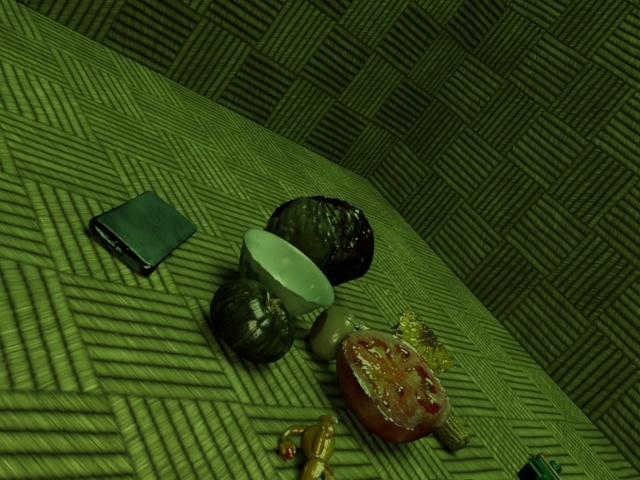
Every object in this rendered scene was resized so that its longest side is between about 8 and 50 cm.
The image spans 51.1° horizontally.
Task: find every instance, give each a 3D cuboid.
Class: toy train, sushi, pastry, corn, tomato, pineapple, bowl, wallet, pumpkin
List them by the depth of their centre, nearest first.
[{"bbox_3d":[-0.158,0.187,1.591,0.224,0.157,0.224,47,13,-15],"label":"pumpkin"},{"bbox_3d":[-0.450,-0.031,1.732,0.190,0.046,0.379,39,16,-4],"label":"wallet"},{"bbox_3d":[0.169,0.393,1.743,0.338,0.144,0.338,26,32,-18],"label":"tomato"},{"bbox_3d":[0.032,0.250,1.840,0.092,0.156,0.156,29,19,-18],"label":"pastry"},{"bbox_3d":[-0.126,0.118,1.855,0.313,0.146,0.313,37,16,-12],"label":"bowl"},{"bbox_3d":[0.346,0.515,1.956,0.080,0.080,0.231,22,19,-45],"label":"corn"},{"bbox_3d":[0.702,0.755,2.064,0.136,0.091,0.228,12,31,-37],"label":"toy train"},{"bbox_3d":[0.000,-0.001,2.200,0.294,0.281,0.299,0,48,-56],"label":"sushi"},{"bbox_3d":[0.306,0.366,2.249,0.250,0.139,0.164,54,-25,-2],"label":"pineapple"}]

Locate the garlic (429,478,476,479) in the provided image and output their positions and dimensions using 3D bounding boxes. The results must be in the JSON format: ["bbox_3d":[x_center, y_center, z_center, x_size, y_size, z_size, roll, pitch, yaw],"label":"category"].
[{"bbox_3d":[0.296,0.613,1.462,0.214,0.191,0.160,40,37,-41],"label":"garlic"}]

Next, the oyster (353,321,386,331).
[{"bbox_3d":[0.174,0.373,1.940,0.201,0.107,0.355,-20,68,-43],"label":"oyster"}]

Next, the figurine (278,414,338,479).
[{"bbox_3d":[-0.027,0.439,1.361,0.122,0.121,0.176,9,31,-3],"label":"figurine"}]
